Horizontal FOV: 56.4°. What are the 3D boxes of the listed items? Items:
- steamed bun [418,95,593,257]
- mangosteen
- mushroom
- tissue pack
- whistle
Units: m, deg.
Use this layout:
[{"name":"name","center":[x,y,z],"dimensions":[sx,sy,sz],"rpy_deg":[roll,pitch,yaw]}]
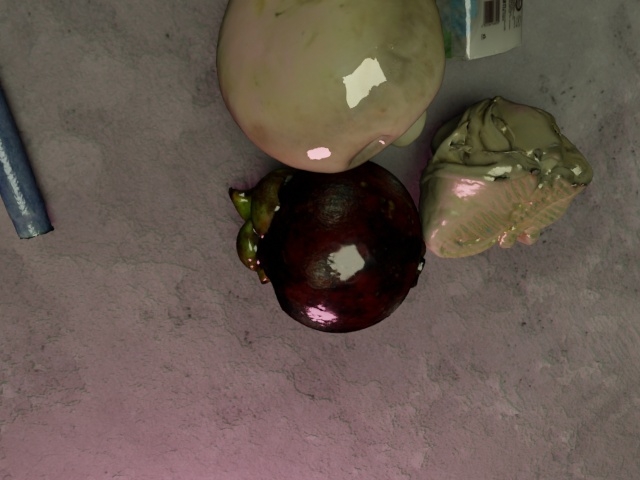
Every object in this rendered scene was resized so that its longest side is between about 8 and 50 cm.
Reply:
[{"name":"steamed bun","center":[0.280,-0.116,1.022],"dimensions":[0.267,0.207,0.280],"rpy_deg":[-3,146,-20]},{"name":"mangosteen","center":[0.018,0.002,0.977],"dimensions":[0.311,0.311,0.311],"rpy_deg":[-4,113,-9]},{"name":"mushroom","center":[0.040,-0.275,0.847],"dimensions":[0.353,0.353,0.325],"rpy_deg":[11,125,-14]},{"name":"tissue pack","center":[0.217,-0.408,0.928],"dimensions":[0.159,0.145,0.230],"rpy_deg":[-25,120,-35]},{"name":"whistle","center":[-0.499,-0.149,0.936],"dimensions":[0.062,0.062,0.304],"rpy_deg":[-12,114,-5]}]
